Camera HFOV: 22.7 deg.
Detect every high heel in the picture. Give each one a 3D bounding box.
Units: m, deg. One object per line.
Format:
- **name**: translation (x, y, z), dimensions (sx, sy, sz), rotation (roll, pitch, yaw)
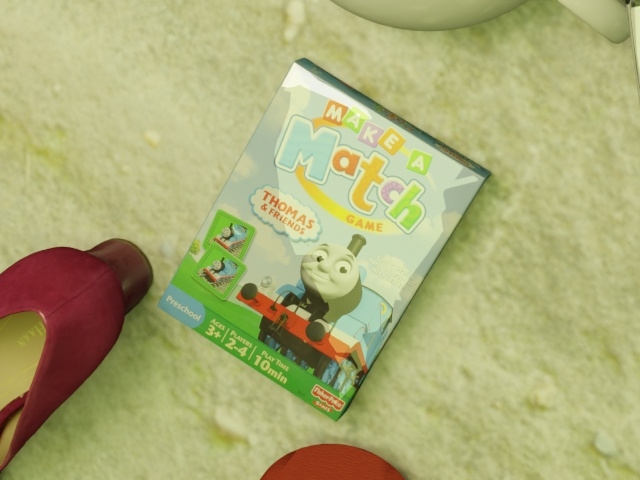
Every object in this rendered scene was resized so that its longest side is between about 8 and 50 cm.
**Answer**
- **high heel**: translation (-0.283, 0.137, 1.169), dimensions (0.127, 0.181, 0.377), rotation (43, 106, 3)

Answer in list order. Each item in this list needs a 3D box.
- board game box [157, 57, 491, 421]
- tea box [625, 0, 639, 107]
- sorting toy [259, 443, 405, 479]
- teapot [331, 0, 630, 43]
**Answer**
- **board game box**: translation (0.000, 0.000, 1.150), dimensions (0.160, 0.039, 0.211), rotation (32, 105, 7)
- **tea box**: translation (0.273, -0.236, 0.890), dimensions (0.220, 0.329, 0.324), rotation (-8, 99, 15)
- **sorting toy**: translation (0.125, 0.260, 1.153), dimensions (0.365, 0.127, 0.126), rotation (12, 132, 9)
- **teapot**: translation (0.066, -0.244, 1.011), dimensions (0.256, 0.187, 0.253), rotation (-3, 101, 12)
